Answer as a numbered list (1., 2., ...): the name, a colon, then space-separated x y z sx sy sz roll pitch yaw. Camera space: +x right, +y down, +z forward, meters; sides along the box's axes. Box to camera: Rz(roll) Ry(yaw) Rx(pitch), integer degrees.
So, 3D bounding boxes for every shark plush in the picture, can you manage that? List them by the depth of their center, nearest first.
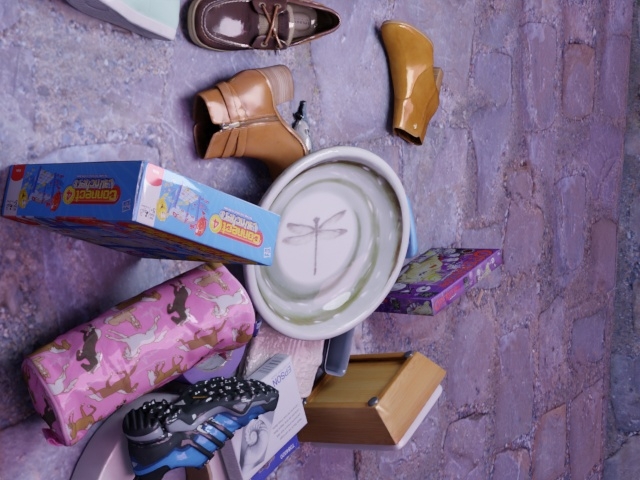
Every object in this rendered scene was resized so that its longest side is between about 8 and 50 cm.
1. shark plush: -0.043 -0.214 1.944 0.067 0.073 0.161 16 60 -71

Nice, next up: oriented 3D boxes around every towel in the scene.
1. towel: -0.071 0.192 1.907 0.187 0.049 0.282 18 79 -40

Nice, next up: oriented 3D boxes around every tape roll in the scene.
1. tape roll: -0.289 0.472 1.666 0.392 0.072 0.392 -10 102 -52
2. tape roll: -0.227 0.175 1.703 0.189 0.080 0.189 -7 99 -51

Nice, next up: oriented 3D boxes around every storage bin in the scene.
1. storage bin: 0.013 0.223 2.011 0.098 0.091 0.135 23 77 -51

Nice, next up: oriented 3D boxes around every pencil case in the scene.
1. pencil case: -0.291 0.178 1.491 0.386 0.160 0.167 -27 82 -29

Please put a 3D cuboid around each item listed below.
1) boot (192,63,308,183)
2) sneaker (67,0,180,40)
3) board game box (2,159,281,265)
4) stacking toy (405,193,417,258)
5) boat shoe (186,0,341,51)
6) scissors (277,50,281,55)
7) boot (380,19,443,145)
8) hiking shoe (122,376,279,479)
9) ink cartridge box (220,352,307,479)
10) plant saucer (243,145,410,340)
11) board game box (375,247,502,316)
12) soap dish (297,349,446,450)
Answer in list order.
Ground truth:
1. boot: -0.134 -0.186 1.766 0.220 0.109 0.284 -28 127 -39
2. sneaker: -0.319 -0.433 1.496 0.256 0.094 0.151 10 92 -62
3. board game box: -0.275 -0.038 1.431 0.308 0.301 0.086 21 75 -51
4. stacking toy: 0.057 0.002 2.015 0.301 0.175 0.166 -22 109 -37
5. boat shoe: -0.097 -0.420 1.749 0.342 0.123 0.123 -9 105 -46
6. scissors: -0.117 -0.517 1.815 0.109 0.021 0.297 -13 105 -53
7. boot: 0.207 -0.366 2.182 0.295 0.104 0.211 38 64 -52
8. hiking shoe: -0.207 0.328 1.609 0.304 0.113 0.132 -11 110 -35
9. ink cartridge box: -0.110 0.371 1.795 0.223 0.045 0.224 -37 121 -48
10. plant saucer: 0.000 0.000 1.840 0.400 0.100 0.401 -13 113 -33
11. board game box: 0.275 0.094 2.242 0.346 0.208 0.056 -29 117 -48
12. soap dish: 0.099 0.342 1.990 0.229 0.290 0.118 -45 114 -40
